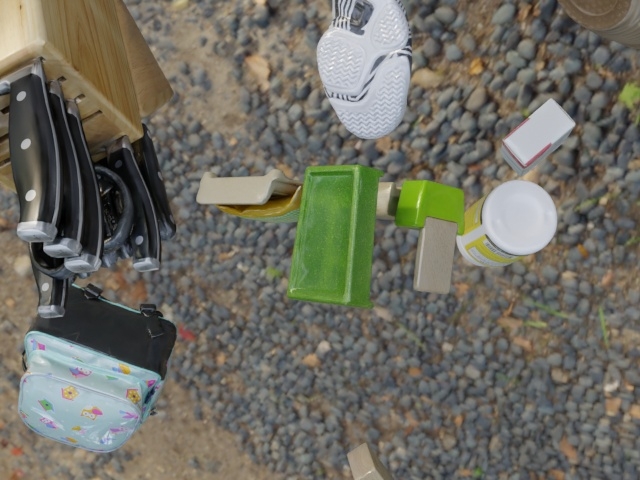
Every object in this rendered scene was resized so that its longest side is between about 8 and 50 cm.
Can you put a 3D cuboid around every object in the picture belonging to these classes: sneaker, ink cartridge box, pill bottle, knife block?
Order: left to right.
[{"bbox_3d":[-0.174,-0.103,0.489,0.088,0.242,0.276,-25,103,10],"label":"knife block"},{"bbox_3d":[0.084,-0.337,1.298,0.137,0.210,0.366,-5,98,23],"label":"sneaker"},{"bbox_3d":[0.297,-0.020,1.452,0.119,0.119,0.208,35,169,0],"label":"pill bottle"},{"bbox_3d":[0.433,-0.203,1.787,0.127,0.175,0.072,-41,82,5],"label":"ink cartridge box"}]

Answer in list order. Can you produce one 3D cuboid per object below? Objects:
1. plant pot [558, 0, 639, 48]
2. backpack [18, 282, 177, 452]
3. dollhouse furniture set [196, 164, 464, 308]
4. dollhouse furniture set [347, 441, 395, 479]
[{"bbox_3d":[0.351,-0.322,1.042,0.237,0.109,0.237,43,153,28],"label":"plant pot"},{"bbox_3d":[-0.261,0.157,1.013,0.165,0.144,0.188,18,145,-9],"label":"backpack"},{"bbox_3d":[0.000,0.000,1.094,0.301,0.197,0.151,3,86,46],"label":"dollhouse furniture set"},{"bbox_3d":[0.031,0.302,0.873,0.123,0.151,0.144,-33,112,4],"label":"dollhouse furniture set"}]
